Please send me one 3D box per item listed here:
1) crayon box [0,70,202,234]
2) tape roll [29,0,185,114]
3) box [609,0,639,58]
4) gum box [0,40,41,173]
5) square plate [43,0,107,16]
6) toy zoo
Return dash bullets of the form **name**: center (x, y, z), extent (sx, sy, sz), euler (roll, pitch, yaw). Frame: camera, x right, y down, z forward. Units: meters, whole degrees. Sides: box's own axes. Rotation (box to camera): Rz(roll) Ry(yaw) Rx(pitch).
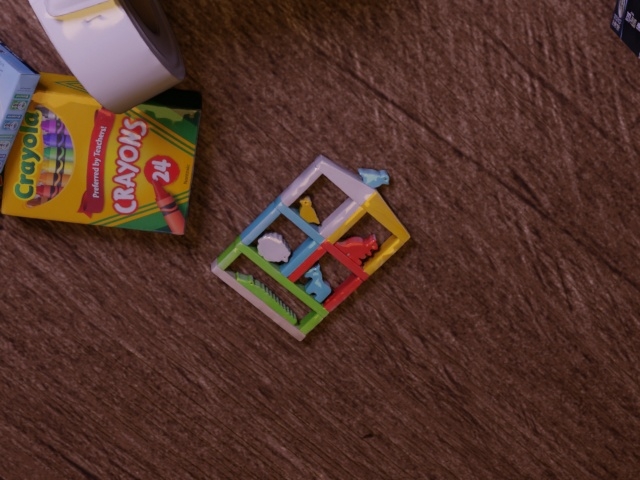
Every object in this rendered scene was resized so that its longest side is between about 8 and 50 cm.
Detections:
- **crayon box**: center (-0.340, -0.128, 1.939), extent (0.319, 0.081, 0.202), euler (6, 116, -8)
- **tape roll**: center (-0.286, -0.309, 1.742), extent (0.100, 0.286, 0.286), euler (-26, 115, 8)
- **box**: center (0.521, -0.302, 1.896), extent (0.180, 0.147, 0.077), euler (7, 115, -8)
- **gum box**: center (-0.478, -0.189, 1.863), extent (0.041, 0.157, 0.184), euler (-6, 129, -53)
- **square plate**: center (-0.200, -0.471, 1.577), extent (0.347, 0.049, 0.344), euler (-15, 79, 10)
- **toy zoo**: center (0.000, 0.000, 2.060), extent (0.192, 0.030, 0.293), euler (40, 107, -21)
